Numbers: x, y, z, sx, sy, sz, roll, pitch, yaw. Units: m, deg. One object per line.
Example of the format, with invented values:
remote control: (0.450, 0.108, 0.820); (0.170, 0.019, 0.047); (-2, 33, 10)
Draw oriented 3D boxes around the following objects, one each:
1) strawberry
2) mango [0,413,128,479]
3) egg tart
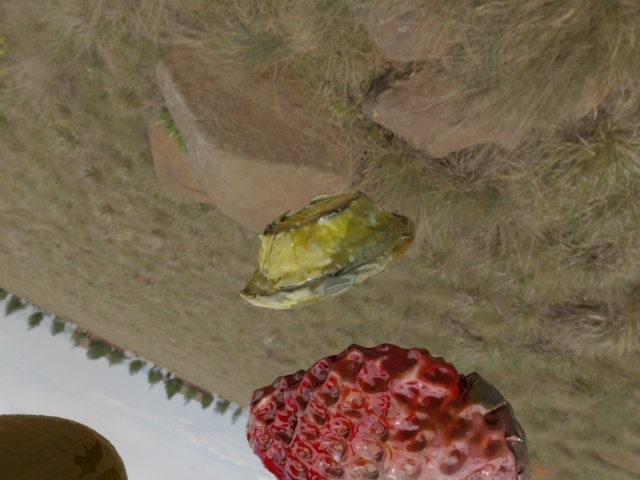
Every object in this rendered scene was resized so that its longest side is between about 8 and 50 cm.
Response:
strawberry: (0.061, 0.252, 0.511); (0.336, 0.149, 0.265); (-10, 134, 22)
mango: (-0.264, 0.251, 0.261); (0.182, 0.365, 0.253); (-31, 91, 27)
egg tart: (0.000, 0.000, 0.724); (0.315, 0.315, 0.120); (-7, 112, 50)
